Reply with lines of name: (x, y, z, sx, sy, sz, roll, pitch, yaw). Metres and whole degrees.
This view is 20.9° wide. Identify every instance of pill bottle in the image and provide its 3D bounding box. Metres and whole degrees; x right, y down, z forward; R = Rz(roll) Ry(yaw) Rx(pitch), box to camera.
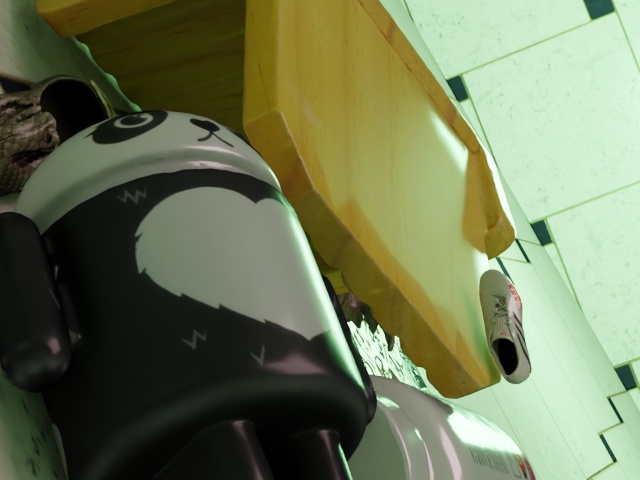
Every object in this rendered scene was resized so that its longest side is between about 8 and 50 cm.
pill bottle: (0.042, 0.176, 1.183, 0.160, 0.160, 0.283, 64, 13, 21)

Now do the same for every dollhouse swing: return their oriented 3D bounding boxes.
dollhouse swing: (-0.047, -0.043, 1.284, 0.347, 0.315, 0.305, 50, 40, -36)

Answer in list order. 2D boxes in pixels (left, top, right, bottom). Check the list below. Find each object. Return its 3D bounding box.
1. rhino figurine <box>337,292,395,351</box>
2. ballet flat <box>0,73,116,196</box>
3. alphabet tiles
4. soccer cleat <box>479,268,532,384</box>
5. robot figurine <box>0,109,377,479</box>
rhino figurine: (0.000, 0.000, 1.595, 0.106, 0.073, 0.243, -36, 97, -45)
ballet flat: (-0.173, -0.076, 1.157, 0.084, 0.058, 0.250, 60, 13, -1)
alphabet tiles: (0.031, 0.068, 1.735, 0.198, 0.009, 0.237, 52, 15, -32)
soccer cleat: (0.127, 0.059, 1.208, 0.035, 0.029, 0.083, 13, 63, -67)
robot figurine: (-0.074, 0.055, 0.975, 0.209, 0.173, 0.278, 68, 0, -57)
